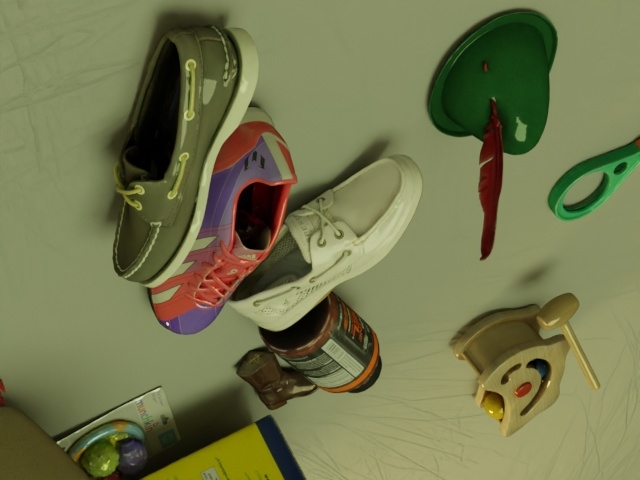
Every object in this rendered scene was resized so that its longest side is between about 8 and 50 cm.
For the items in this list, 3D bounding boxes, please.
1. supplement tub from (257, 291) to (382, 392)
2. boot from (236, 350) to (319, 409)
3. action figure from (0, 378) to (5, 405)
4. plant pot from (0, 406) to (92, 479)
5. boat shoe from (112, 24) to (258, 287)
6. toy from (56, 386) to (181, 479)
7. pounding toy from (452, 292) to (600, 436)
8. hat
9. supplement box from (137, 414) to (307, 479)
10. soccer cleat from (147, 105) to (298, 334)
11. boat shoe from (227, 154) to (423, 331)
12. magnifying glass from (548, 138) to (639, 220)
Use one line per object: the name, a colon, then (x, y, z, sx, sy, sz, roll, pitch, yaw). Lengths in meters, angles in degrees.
supplement tub: (0.008, 0.127, 1.920, 0.106, 0.106, 0.198, -38, 145, 6)
boot: (-0.047, 0.166, 1.985, 0.106, 0.037, 0.114, -34, 139, -3)
action figure: (-0.414, 0.186, 1.730, 0.115, 0.030, 0.038, -11, 143, -25)
plant pot: (-0.340, 0.335, 1.729, 0.256, 0.274, 0.256, -25, 157, -12)
boat shoe: (-0.160, -0.083, 1.552, 0.091, 0.109, 0.305, 1, 126, -38)
toy: (-0.283, 0.290, 1.925, 0.237, 0.056, 0.137, -25, 145, -12)
pounding toy: (0.288, 0.195, 2.169, 0.154, 0.155, 0.269, -24, 143, -20)
hat: (0.237, -0.124, 1.739, 0.173, 0.183, 0.208, -9, 137, -31)
supplement box: (-0.182, 0.403, 1.964, 0.357, 0.195, 0.194, -25, 166, -13)
soccer cleat: (-0.108, 0.006, 1.680, 0.109, 0.116, 0.318, -5, 135, -33)
boat shoe: (0.000, 0.000, 1.774, 0.277, 0.098, 0.096, -45, 143, 17)
magnifying glass: (0.403, -0.104, 2.026, 0.231, 0.026, 0.092, -37, 144, 2)
